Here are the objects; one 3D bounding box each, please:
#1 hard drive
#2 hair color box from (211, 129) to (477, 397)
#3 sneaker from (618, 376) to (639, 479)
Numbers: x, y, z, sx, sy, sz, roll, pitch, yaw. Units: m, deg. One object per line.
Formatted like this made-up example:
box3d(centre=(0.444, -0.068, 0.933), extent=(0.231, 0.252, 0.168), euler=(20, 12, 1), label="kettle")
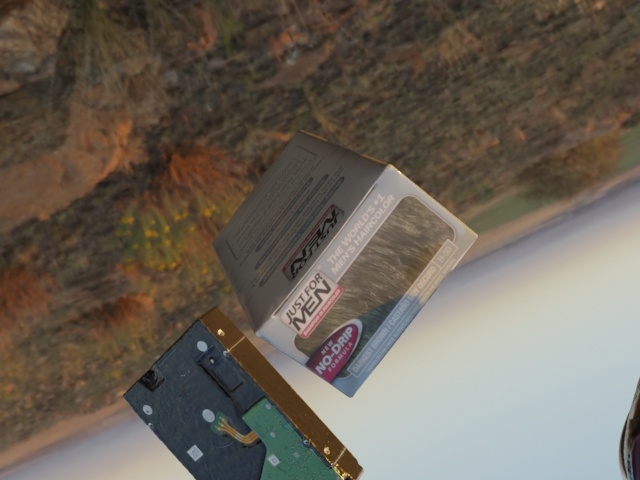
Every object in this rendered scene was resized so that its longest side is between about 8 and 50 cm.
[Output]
box3d(centre=(-0.124, 0.296, 1.301), extent=(0.237, 0.339, 0.064), euler=(-45, 176, 31), label="hard drive")
box3d(centre=(0.000, 0.000, 0.889), extent=(0.185, 0.113, 0.374), euler=(-52, -163, 2), label="hair color box")
box3d(centre=(0.278, 0.075, 0.596), extent=(0.106, 0.282, 0.162), euler=(9, -178, 22), label="sneaker")
